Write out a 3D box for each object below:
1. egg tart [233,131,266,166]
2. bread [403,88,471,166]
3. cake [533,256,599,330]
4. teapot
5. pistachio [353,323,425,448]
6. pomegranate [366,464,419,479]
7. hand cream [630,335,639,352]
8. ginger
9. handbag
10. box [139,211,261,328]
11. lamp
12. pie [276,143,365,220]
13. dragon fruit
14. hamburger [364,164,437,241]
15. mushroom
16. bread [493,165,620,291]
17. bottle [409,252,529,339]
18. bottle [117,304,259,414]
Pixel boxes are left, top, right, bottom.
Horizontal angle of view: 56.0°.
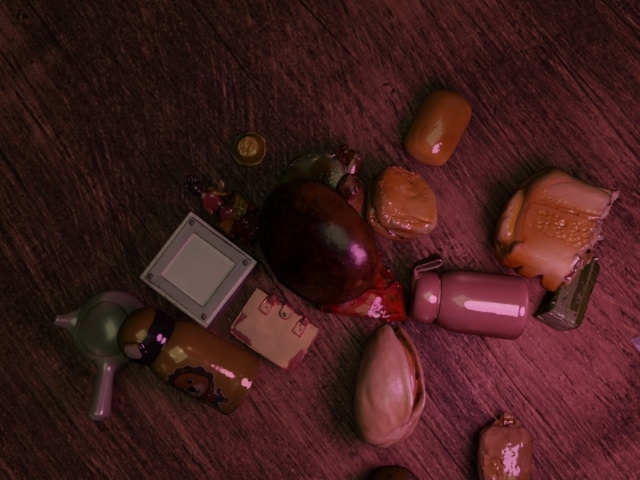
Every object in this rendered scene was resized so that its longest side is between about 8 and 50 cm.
[{"bbox_3d":[-0.202,-0.260,1.699,0.105,0.039,0.105,0,84,2],"label":"egg tart"},{"bbox_3d":[0.328,-0.317,1.677,0.147,0.098,0.217,25,84,6],"label":"bread"},{"bbox_3d":[0.684,0.139,1.667,0.100,0.099,0.235,30,64,3],"label":"cake"},{"bbox_3d":[-0.546,0.289,1.591,0.220,0.149,0.318,-24,84,-1],"label":"teapot"},{"bbox_3d":[0.177,0.378,1.572,0.193,0.214,0.317,17,70,-42],"label":"pistachio"},{"bbox_3d":[0.206,0.685,1.549,0.210,0.179,0.179,34,85,-9],"label":"pomegranate"},{"bbox_3d":[0.922,0.320,1.644,0.084,0.053,0.142,-21,75,-1],"label":"hand cream"},{"bbox_3d":[0.484,0.587,1.574,0.138,0.152,0.267,-4,89,29],"label":"ginger"},{"bbox_3d":[-0.123,0.241,1.641,0.213,0.059,0.157,34,86,4],"label":"handbag"},{"bbox_3d":[-0.320,0.080,1.626,0.225,0.117,0.225,36,85,3],"label":"box"},{"bbox_3d":[-0.258,-0.089,1.647,0.253,0.118,0.118,38,86,3],"label":"lamp"},{"bbox_3d":[0.001,-0.119,1.665,0.257,0.105,0.274,-6,83,14],"label":"pie"},{"bbox_3d":[0.120,0.115,1.618,0.262,0.134,0.211,3,81,0],"label":"dragon fruit"},{"bbox_3d":[0.217,-0.095,1.614,0.214,0.108,0.213,11,69,-31],"label":"hamburger"},{"bbox_3d":[-0.018,0.008,1.509,0.239,0.345,0.345,2,84,-32],"label":"mushroom"},{"bbox_3d":[0.604,-0.028,1.597,0.270,0.211,0.315,24,78,26],"label":"bread"},{"bbox_3d":[0.384,0.145,1.591,0.297,0.173,0.206,7,109,3],"label":"bottle"},{"bbox_3d":[-0.347,0.295,1.532,0.351,0.171,0.171,31,85,-16],"label":"bottle"}]
